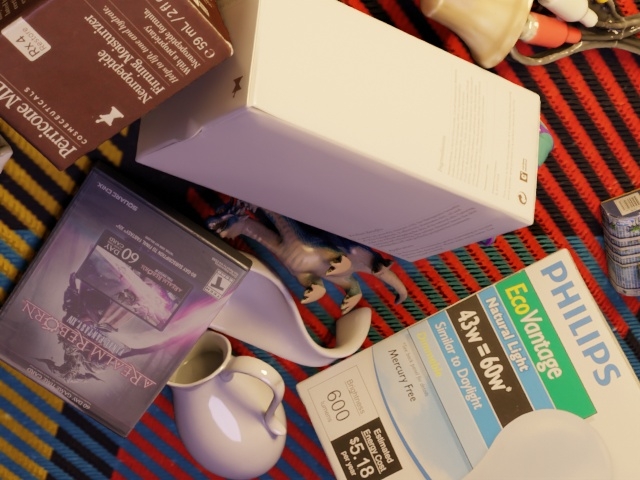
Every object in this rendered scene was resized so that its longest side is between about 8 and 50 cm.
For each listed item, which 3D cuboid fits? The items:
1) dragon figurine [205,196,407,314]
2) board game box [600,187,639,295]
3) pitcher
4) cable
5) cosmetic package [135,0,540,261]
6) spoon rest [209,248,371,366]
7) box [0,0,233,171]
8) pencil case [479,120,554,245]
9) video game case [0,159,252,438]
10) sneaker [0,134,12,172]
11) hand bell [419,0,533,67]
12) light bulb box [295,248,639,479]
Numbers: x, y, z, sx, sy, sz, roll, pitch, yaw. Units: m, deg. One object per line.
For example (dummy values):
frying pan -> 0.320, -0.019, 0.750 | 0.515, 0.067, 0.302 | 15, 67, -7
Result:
dragon figurine -> 0.000, 0.000, 1.926 | 0.289, 0.144, 0.085 | 8, 130, -52
board game box -> 0.448, 0.005, 2.124 | 0.194, 0.060, 0.194 | -20, 135, -2
pitcher -> -0.097, 0.192, 2.019 | 0.125, 0.178, 0.207 | -57, 140, -29
cable -> 0.299, -0.217, 1.831 | 0.287, 0.072, 0.139 | 18, 109, -33
cosmetic package -> 0.023, -0.111, 1.730 | 0.365, 0.155, 0.197 | 22, 154, -35
spoon rest -> -0.055, 0.080, 1.972 | 0.276, 0.084, 0.137 | 22, 143, -37
box -> -0.218, -0.210, 1.581 | 0.203, 0.167, 0.168 | -34, 135, 12
pencil case -> 0.196, -0.068, 1.898 | 0.064, 0.151, 0.070 | 34, 153, 4
video game case -> -0.225, 0.069, 1.882 | 0.196, 0.026, 0.274 | 34, 117, -6
sneaker -> -0.392, -0.115, 1.676 | 0.115, 0.090, 0.232 | -44, 141, 12
hand bell -> 0.077, -0.266, 1.711 | 0.242, 0.126, 0.126 | 17, 125, -18
light bulb box -> 0.222, 0.263, 2.041 | 0.361, 0.358, 0.225 | -28, 157, 6
